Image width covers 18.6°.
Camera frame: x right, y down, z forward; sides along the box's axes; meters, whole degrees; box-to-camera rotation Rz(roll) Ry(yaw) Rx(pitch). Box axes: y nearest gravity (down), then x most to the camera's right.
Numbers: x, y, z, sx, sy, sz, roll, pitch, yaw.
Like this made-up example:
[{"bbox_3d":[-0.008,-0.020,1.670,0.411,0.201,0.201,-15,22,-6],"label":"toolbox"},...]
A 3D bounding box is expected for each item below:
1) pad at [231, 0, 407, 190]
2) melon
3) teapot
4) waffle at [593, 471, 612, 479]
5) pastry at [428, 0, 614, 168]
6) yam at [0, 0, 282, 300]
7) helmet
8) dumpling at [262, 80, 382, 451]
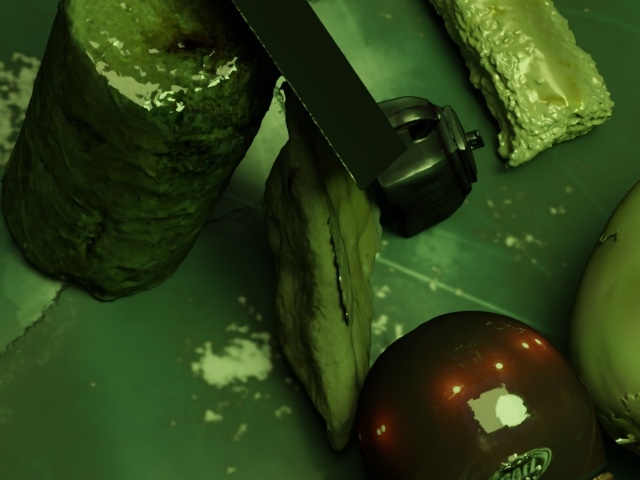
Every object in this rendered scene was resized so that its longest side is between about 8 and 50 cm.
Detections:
[{"bbox_3d":[-0.016,-0.157,1.548,0.245,0.006,0.170,55,21,-4],"label":"pad"},{"bbox_3d":[0.334,0.052,1.669,0.223,0.223,0.317,30,60,7],"label":"melon"},{"bbox_3d":[0.098,-0.075,1.736,0.096,0.177,0.087,-20,64,7],"label":"teapot"},{"bbox_3d":[0.226,0.229,1.663,0.083,0.029,0.075,8,61,-9],"label":"waffle"},{"bbox_3d":[0.180,-0.197,1.859,0.121,0.089,0.258,-12,67,-30],"label":"pastry"},{"bbox_3d":[-0.151,-0.104,1.629,0.195,0.300,0.195,11,56,-16],"label":"yam"},{"bbox_3d":[0.127,0.156,1.597,0.189,0.193,0.216,-30,33,-9],"label":"helmet"},{"bbox_3d":[-0.004,0.001,1.661,0.086,0.332,0.166,-1,17,13],"label":"dumpling"}]
